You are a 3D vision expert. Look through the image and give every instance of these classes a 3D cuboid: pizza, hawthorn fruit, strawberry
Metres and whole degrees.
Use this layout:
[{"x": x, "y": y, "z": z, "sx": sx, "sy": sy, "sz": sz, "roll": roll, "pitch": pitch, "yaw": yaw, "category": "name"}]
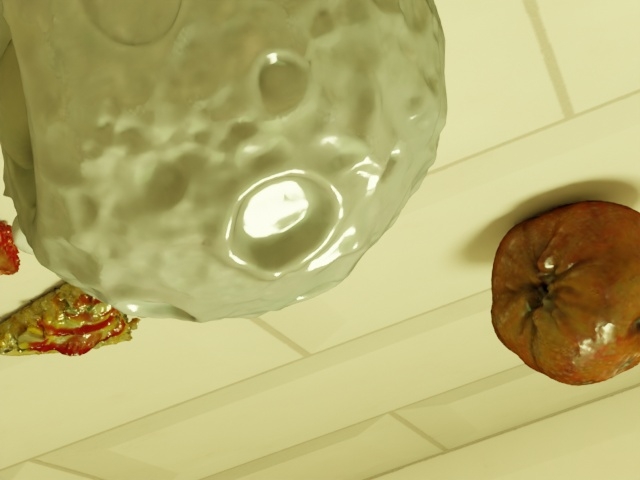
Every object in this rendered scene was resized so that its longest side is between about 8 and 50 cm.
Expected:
[{"x": -0.292, "y": 0.095, "z": 1.619, "sx": 0.188, "sy": 0.062, "sz": 0.199, "roll": -7, "pitch": 155, "yaw": -27, "category": "pizza"}, {"x": 0.351, "y": 0.067, "z": 1.788, "sx": 0.258, "sy": 0.258, "sz": 0.262, "roll": -23, "pitch": 175, "yaw": 16, "category": "hawthorn fruit"}, {"x": -0.362, "y": 0.015, "z": 1.395, "sx": 0.103, "sy": 0.048, "sz": 0.152, "roll": -20, "pitch": 155, "yaw": 18, "category": "strawberry"}]

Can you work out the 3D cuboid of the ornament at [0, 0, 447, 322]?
[{"x": -0.070, "y": -0.112, "z": 0.924, "sx": 0.337, "sy": 0.337, "sz": 0.337, "roll": -14, "pitch": 158, "yaw": -6, "category": "ornament"}]
